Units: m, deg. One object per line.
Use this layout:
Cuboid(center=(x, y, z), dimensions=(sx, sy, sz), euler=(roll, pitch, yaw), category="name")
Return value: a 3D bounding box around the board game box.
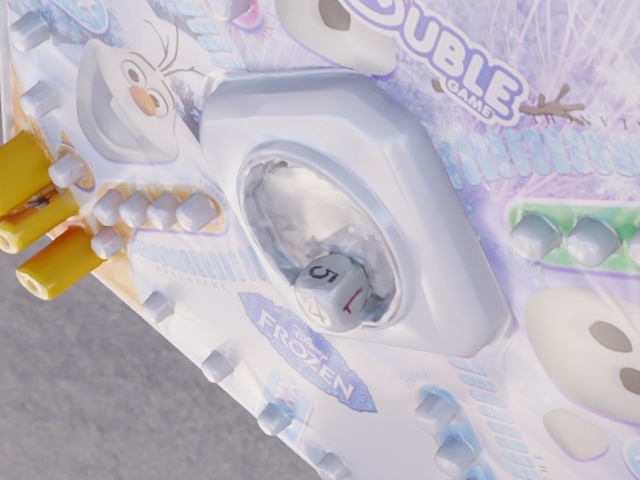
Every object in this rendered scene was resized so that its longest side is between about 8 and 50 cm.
Cuboid(center=(0.000, 0.000, 0.474), dimensions=(0.390, 0.050, 0.390), euler=(40, 149, 14), category="board game box")
